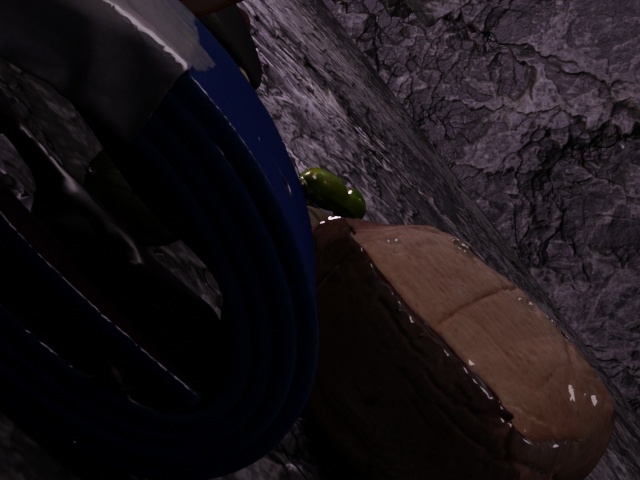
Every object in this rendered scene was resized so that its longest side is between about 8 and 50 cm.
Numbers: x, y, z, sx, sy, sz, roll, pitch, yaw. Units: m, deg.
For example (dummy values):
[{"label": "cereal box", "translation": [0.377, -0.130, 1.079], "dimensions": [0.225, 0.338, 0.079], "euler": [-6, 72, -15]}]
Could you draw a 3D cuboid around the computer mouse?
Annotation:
[{"label": "computer mouse", "translation": [-0.170, -0.311, 1.445], "dimensions": [0.269, 0.100, 0.170], "euler": [39, 21, -43]}]

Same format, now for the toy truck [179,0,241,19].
[{"label": "toy truck", "translation": [-0.133, -0.318, 1.098], "dimensions": [0.204, 0.211, 0.288], "euler": [51, 10, -4]}]

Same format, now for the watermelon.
[{"label": "watermelon", "translation": [-0.144, -0.038, 0.885], "dimensions": [0.110, 0.078, 0.078], "euler": [32, 24, -53]}]

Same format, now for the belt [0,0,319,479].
[{"label": "belt", "translation": [-0.132, -0.026, 0.608], "dimensions": [0.347, 0.212, 0.117], "euler": [52, 15, -19]}]

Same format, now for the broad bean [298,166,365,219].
[{"label": "broad bean", "translation": [0.015, -0.064, 1.526], "dimensions": [0.070, 0.048, 0.213], "euler": [57, 14, 19]}]

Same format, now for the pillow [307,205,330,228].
[{"label": "pillow", "translation": [0.000, 0.000, 1.335], "dimensions": [0.113, 0.038, 0.203], "euler": [54, 13, 10]}]

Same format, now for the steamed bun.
[{"label": "steamed bun", "translation": [0.093, 0.131, 1.011], "dimensions": [0.251, 0.199, 0.301], "euler": [-3, 45, -53]}]

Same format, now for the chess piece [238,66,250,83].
[{"label": "chess piece", "translation": [-0.085, -0.083, 1.213], "dimensions": [0.200, 0.090, 0.090], "euler": [66, 16, 9]}]
